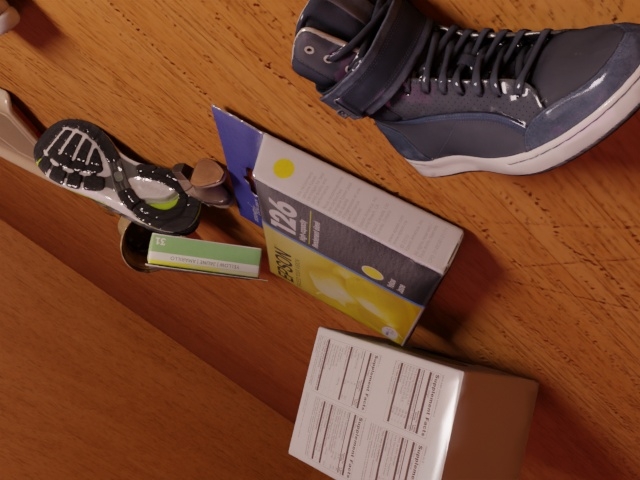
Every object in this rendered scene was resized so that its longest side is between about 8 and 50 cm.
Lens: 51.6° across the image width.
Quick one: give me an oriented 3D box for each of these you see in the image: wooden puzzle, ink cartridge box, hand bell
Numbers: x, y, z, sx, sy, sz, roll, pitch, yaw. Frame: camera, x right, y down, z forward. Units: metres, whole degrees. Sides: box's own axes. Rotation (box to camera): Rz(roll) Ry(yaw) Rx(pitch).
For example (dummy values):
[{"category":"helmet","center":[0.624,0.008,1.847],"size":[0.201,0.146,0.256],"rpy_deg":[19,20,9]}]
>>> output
[{"category":"wooden puzzle","center":[-0.580,-0.214,1.222],"size":[0.220,0.044,0.239],"rpy_deg":[24,154,23]},{"category":"ink cartridge box","center":[0.000,0.000,0.817],"size":[0.307,0.072,0.304],"rpy_deg":[26,161,10]},{"category":"ink cartridge box","center":[-0.173,0.026,0.998],"size":[0.171,0.056,0.235],"rpy_deg":[8,173,-12]},{"category":"hand bell","center":[-0.366,-0.047,1.240],"size":[0.242,0.126,0.126],"rpy_deg":[32,165,42]}]

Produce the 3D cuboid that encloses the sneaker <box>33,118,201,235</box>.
[{"category":"sneaker","center":[-0.315,-0.084,1.035],"size":[0.299,0.111,0.121],"rpy_deg":[31,164,10]}]

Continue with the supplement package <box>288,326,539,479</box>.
[{"category":"supplement package","center":[0.130,0.255,0.945],"size":[0.199,0.198,0.262],"rpy_deg":[17,175,-43]}]

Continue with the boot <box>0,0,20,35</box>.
[{"category":"boot","center":[-0.460,-0.280,0.798],"size":[0.258,0.095,0.123],"rpy_deg":[10,144,44]}]

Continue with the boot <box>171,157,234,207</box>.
[{"category":"boot","center":[-0.148,-0.074,0.913],"size":[0.118,0.042,0.087],"rpy_deg":[16,161,41]}]

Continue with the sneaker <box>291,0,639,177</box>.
[{"category":"sneaker","center":[0.075,-0.115,0.408],"size":[0.163,0.086,0.226],"rpy_deg":[37,161,-21]}]
